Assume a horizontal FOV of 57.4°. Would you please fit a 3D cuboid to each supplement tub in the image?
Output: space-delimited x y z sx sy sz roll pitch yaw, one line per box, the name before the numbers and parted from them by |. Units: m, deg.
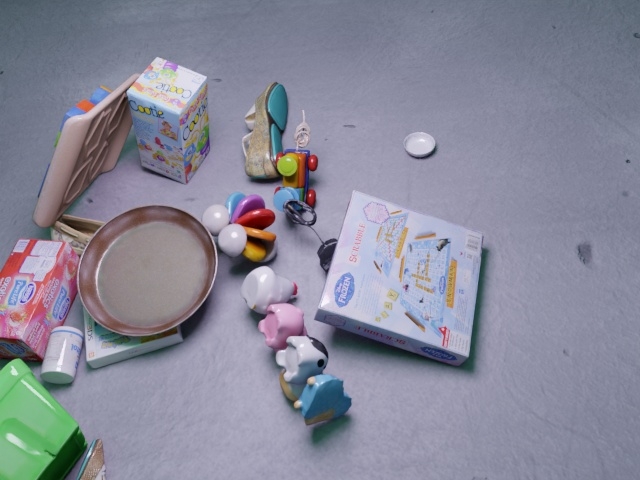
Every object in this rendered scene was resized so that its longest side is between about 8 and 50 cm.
supplement tub | -0.556 0.246 1.261 0.070 0.071 0.107 -5 54 2

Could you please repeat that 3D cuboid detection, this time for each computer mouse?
computer mouse | 0.000 0.000 1.351 0.071 0.041 0.242 -38 88 1

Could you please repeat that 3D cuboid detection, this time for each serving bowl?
serving bowl | 0.265 -0.252 1.569 0.083 0.027 0.083 -3 54 4

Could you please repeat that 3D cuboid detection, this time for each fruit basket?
fruit basket | -0.661 0.373 1.027 0.391 0.283 0.392 7 57 -10

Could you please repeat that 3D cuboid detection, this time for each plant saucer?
plant saucer | -0.379 0.066 1.302 0.310 0.050 0.311 -1 67 2

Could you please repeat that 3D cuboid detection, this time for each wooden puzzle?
wooden puzzle | -0.567 -0.234 1.413 0.080 0.322 0.348 30 31 -7

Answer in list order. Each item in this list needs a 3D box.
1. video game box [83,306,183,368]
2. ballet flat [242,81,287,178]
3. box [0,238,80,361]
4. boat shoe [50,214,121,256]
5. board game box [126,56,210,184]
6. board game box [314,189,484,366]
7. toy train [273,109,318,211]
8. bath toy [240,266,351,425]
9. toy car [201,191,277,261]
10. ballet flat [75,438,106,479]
video game box | -0.426 0.171 1.319 0.205 0.048 0.187 -17 56 -6
ballet flat | -0.158 -0.306 1.608 0.123 0.123 0.349 -3 53 4
box | -0.652 0.133 1.322 0.128 0.123 0.257 3 54 8
boat shoe | -0.529 -0.008 1.415 0.285 0.089 0.105 3 24 10
board game box | -0.381 -0.301 1.505 0.144 0.275 0.142 23 58 5
board game box | 0.179 0.073 1.265 0.317 0.066 0.319 19 56 0
toy train | -0.068 -0.192 1.413 0.105 0.248 0.143 5 11 9
bath toy | -0.056 0.202 1.210 0.129 0.151 0.348 6 39 -38
toy car | -0.172 -0.041 1.361 0.182 0.159 0.136 46 109 32
ballet flat | -0.441 0.479 1.091 0.067 0.073 0.206 26 59 -9
